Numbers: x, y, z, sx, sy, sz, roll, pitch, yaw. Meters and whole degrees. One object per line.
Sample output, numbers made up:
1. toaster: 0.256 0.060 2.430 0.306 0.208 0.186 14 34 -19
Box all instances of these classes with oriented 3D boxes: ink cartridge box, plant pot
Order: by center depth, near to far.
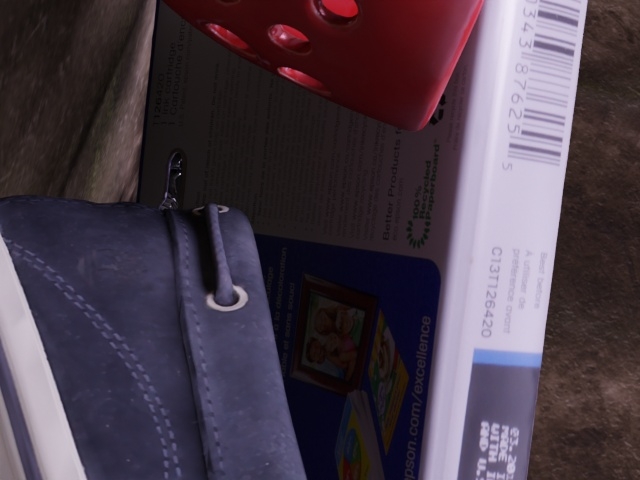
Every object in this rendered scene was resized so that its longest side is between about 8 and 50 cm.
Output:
1. plant pot: -0.004 -0.159 0.596 0.191 0.174 0.191 23 90 -89
2. ink cartridge box: 0.000 0.000 0.827 0.307 0.072 0.304 9 -87 58

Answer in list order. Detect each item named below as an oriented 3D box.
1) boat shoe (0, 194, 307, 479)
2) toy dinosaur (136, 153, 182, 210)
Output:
1. boat shoe: -0.013 0.165 0.535 0.187 0.156 0.500 96 -26 -46
2. toy dinosaur: -0.048 -0.088 1.183 0.322 0.164 0.218 27 69 -68
